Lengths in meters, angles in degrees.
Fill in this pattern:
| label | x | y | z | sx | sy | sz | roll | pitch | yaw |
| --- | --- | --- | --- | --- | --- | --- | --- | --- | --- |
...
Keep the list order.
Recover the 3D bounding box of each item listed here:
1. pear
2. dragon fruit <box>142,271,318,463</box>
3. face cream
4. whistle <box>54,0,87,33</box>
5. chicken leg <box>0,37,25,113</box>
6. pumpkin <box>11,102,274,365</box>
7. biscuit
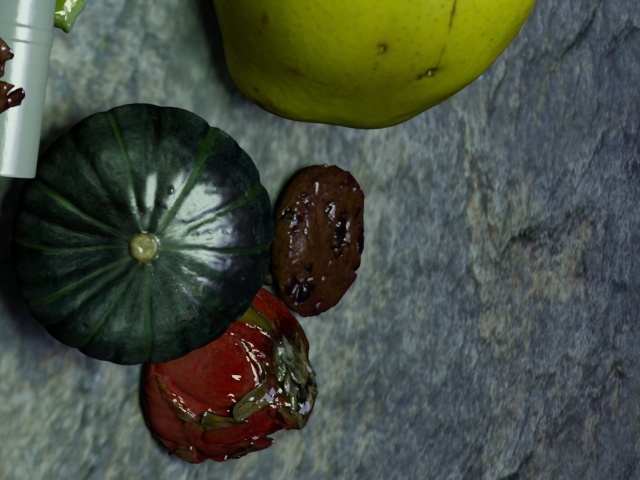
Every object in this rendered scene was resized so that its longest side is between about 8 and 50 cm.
| label | x | y | z | sx | sy | sz | roll | pitch | yaw |
| --- | --- | --- | --- | --- | --- | --- | --- | --- | --- |
| pear | 0.063 | -0.311 | 1.390 | 0.362 | 0.362 | 0.418 | -21 | 140 | -51 |
| dragon fruit | -0.073 | 0.146 | 1.479 | 0.224 | 0.148 | 0.218 | -17 | 111 | -53 |
| face cream | -0.273 | -0.183 | 1.176 | 0.077 | 0.077 | 0.250 | 1 | 99 | -55 |
| whistle | -0.211 | -0.288 | 1.269 | 0.104 | 0.057 | 0.198 | 35 | 76 | -41 |
| chicken leg | -0.335 | -0.091 | 1.073 | 0.177 | 0.083 | 0.322 | 17 | 106 | -48 |
| pumpkin | -0.171 | -0.005 | 1.272 | 0.250 | 0.216 | 0.250 | -2 | 94 | -26 |
| biscuit | 0.000 | 0.000 | 1.635 | 0.192 | 0.049 | 0.192 | -20 | 115 | -51 |
